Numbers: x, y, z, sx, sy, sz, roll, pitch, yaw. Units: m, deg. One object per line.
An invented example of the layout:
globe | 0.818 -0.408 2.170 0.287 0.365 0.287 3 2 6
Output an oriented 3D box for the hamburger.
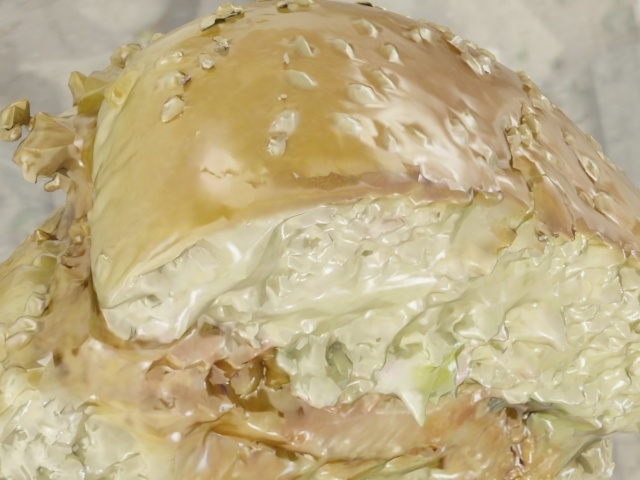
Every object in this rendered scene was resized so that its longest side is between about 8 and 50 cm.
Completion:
hamburger | 0.000 0.000 0.992 0.445 0.268 0.287 9 38 -46
